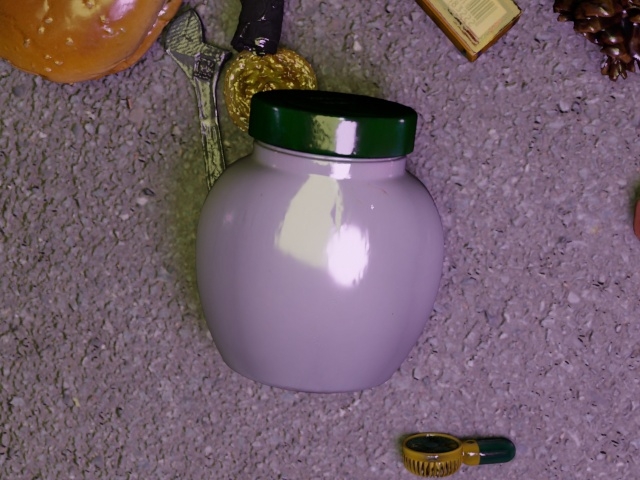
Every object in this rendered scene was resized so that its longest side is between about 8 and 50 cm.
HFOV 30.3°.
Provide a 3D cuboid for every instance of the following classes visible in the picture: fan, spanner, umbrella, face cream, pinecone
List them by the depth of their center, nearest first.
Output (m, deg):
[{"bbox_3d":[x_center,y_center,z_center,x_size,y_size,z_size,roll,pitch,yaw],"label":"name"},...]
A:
[{"bbox_3d":[0.385,-0.334,1.424,0.243,0.243,0.257,41,119,1],"label":"pinecone"},{"bbox_3d":[0.000,0.000,1.491,0.312,0.219,0.357,6,105,0],"label":"face cream"},{"bbox_3d":[-0.062,-0.356,1.538,0.066,0.059,0.236,12,82,5],"label":"umbrella"},{"bbox_3d":[0.187,0.288,1.588,0.155,0.082,0.039,-3,101,-5],"label":"fan"},{"bbox_3d":[-0.152,-0.151,1.600,0.093,0.026,0.326,-6,96,8],"label":"spanner"}]

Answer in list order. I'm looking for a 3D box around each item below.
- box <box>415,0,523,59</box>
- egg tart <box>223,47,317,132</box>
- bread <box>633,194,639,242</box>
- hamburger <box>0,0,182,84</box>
[{"bbox_3d":[0.118,-0.360,1.462,0.084,0.193,0.301,-42,90,8],"label":"box"},{"bbox_3d":[-0.067,-0.198,1.574,0.128,0.049,0.129,1,100,4],"label":"egg tart"},{"bbox_3d":[0.460,-0.031,1.523,0.119,0.067,0.193,4,98,-2],"label":"bread"},{"bbox_3d":[-0.328,-0.356,1.528,0.289,0.170,0.314,38,100,8],"label":"hamburger"}]
